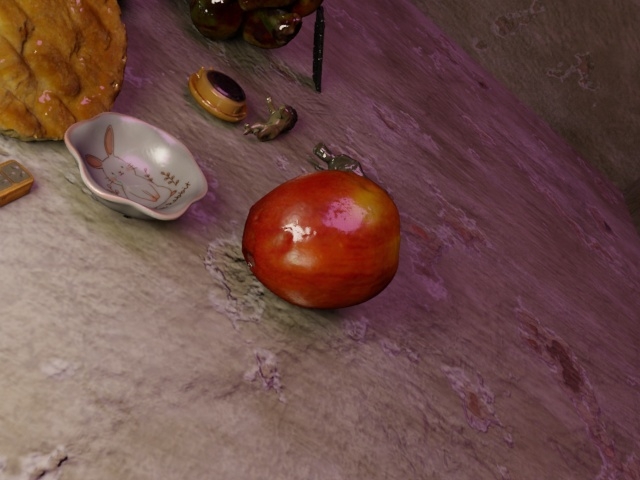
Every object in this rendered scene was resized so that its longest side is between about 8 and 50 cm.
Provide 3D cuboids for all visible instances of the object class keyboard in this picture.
[{"bbox_3d":[-0.005,-0.495,1.679,0.023,0.231,0.072,-4,54,-6],"label":"keyboard"}]

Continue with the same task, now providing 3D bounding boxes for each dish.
[{"bbox_3d":[-0.296,-0.098,1.011,0.229,0.081,0.229,26,36,-21],"label":"dish"}]

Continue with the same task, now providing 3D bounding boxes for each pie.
[{"bbox_3d":[-0.424,-0.303,0.953,0.339,0.083,0.339,-4,95,-59],"label":"pie"}]

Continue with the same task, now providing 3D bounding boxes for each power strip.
[{"bbox_3d":[-0.450,-0.060,0.842,0.049,0.028,0.178,44,33,-3],"label":"power strip"}]

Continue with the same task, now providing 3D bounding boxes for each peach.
[{"bbox_3d":[0.000,0.000,1.088,0.281,0.281,0.238,-20,112,-55],"label":"peach"}]

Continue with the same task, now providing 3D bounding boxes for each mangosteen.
[{"bbox_3d":[-0.168,-0.672,1.571,0.381,0.381,0.421,1,91,-48],"label":"mangosteen"}]

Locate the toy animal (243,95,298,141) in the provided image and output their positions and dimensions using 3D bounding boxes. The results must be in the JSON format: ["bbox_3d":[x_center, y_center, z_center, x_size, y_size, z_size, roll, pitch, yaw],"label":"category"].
[{"bbox_3d":[-0.108,-0.267,1.415,0.069,0.086,0.220,13,28,26],"label":"toy animal"}]

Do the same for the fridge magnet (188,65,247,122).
[{"bbox_3d":[-0.212,-0.307,1.353,0.143,0.063,0.143,30,31,-21],"label":"fridge magnet"}]

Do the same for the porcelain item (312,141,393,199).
[{"bbox_3d":[0.068,-0.144,1.461,0.216,0.081,0.069,48,32,5],"label":"porcelain item"}]
